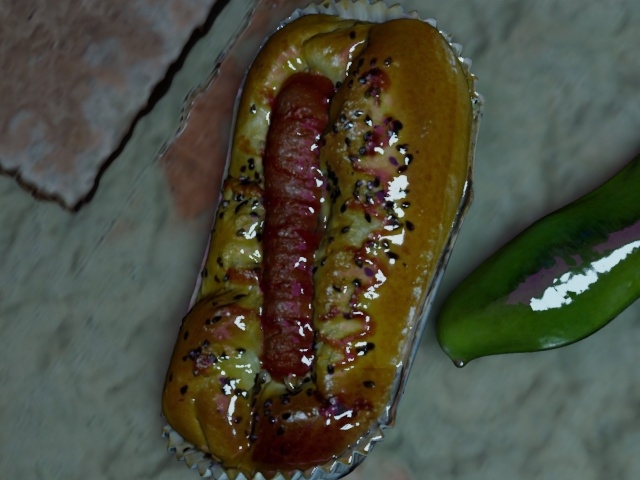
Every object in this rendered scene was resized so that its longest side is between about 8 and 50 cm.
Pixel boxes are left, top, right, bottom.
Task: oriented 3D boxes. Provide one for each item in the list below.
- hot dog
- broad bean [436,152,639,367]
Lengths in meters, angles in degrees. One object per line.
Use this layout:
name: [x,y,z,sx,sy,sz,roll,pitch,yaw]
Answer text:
hot dog: [0.000,0.000,0.660,0.108,0.059,0.191,6,77,31]
broad bean: [0.130,-0.035,0.620,0.069,0.039,0.227,39,89,17]
